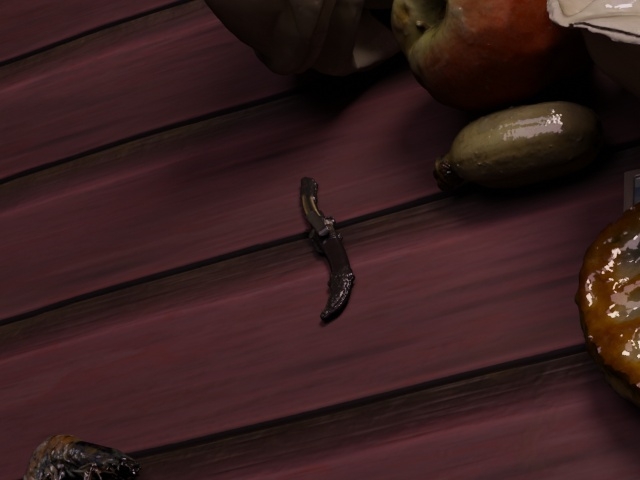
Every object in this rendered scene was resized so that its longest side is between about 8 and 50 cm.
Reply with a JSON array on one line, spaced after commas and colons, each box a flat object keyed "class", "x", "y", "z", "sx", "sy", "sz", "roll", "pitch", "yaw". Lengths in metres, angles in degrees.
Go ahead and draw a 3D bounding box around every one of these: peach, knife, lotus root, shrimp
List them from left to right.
[{"class": "shrimp", "x": -0.244, "y": 0.244, "z": 1.853, "sx": 0.161, "sy": 0.034, "sz": 0.091, "roll": 1, "pitch": 62, "yaw": 41}, {"class": "knife", "x": 0.006, "y": -0.002, "z": 1.940, "sx": 0.045, "sy": 0.021, "sz": 0.222, "roll": -25, "pitch": 42, "yaw": 13}, {"class": "peach", "x": 0.196, "y": -0.240, "z": 1.910, "sx": 0.235, "sy": 0.214, "sz": 0.214, "roll": -9, "pitch": 24, "yaw": -40}, {"class": "lotus root", "x": 0.199, "y": -0.097, "z": 1.860, "sx": 0.183, "sy": 0.090, "sz": 0.077, "roll": -13, "pitch": 72, "yaw": 24}]

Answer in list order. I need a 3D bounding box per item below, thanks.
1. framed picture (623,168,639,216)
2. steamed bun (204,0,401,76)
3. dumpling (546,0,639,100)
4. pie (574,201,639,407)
[{"class": "framed picture", "x": 0.386, "y": -0.029, "z": 1.730, "sx": 0.203, "sy": 0.015, "sz": 0.150, "roll": -11, "pitch": 45, "yaw": 24}, {"class": "steamed bun", "x": 0.045, "y": -0.350, "z": 2.040, "sx": 0.237, "sy": 0.346, "sz": 0.394, "roll": 13, "pitch": 32, "yaw": 24}, {"class": "dumpling", "x": 0.374, "y": -0.191, "z": 1.690, "sx": 0.315, "sy": 0.233, "sz": 0.395, "roll": -16, "pitch": 29, "yaw": -40}, {"class": "pie", "x": 0.370, "y": 0.036, "z": 1.613, "sx": 0.315, "sy": 0.092, "sz": 0.315, "roll": -20, "pitch": 44, "yaw": 20}]
